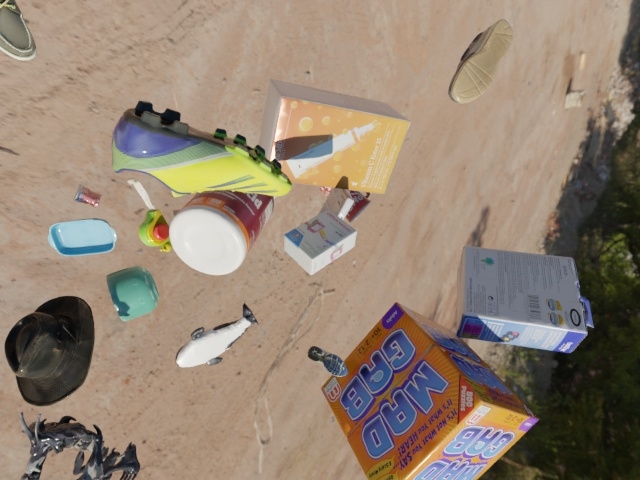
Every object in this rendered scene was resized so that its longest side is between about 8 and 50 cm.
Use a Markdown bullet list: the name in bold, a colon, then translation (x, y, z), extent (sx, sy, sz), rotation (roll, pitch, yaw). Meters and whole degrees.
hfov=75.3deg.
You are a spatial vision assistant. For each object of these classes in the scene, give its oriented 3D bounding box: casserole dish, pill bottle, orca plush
- **casserole dish**: translation (-0.706, -0.014, 1.241), extent (0.189, 0.037, 0.114), rotation (-6, 119, -7)
- **pill bottle**: translation (-0.272, -0.095, 1.283), extent (0.392, 0.224, 0.224), rotation (-70, 154, -53)
- **orca plush**: translation (-0.358, 0.311, 1.400), extent (0.287, 0.102, 0.151), rotation (-45, 118, -2)

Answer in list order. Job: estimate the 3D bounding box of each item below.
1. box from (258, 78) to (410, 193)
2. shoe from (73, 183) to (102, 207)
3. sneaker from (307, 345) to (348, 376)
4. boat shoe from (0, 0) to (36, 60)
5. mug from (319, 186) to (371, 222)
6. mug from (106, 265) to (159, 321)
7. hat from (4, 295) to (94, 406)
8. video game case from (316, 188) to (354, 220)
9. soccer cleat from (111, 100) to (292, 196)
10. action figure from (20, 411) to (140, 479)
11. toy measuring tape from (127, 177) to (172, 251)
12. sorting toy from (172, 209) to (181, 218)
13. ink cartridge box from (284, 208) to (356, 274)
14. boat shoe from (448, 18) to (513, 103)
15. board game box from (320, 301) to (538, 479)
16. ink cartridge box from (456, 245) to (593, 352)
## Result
- **box**: translation (0.024, -0.271, 1.108), extent (0.346, 0.168, 0.214), rotation (4, 122, -20)
- **shoe**: translation (-0.885, -0.165, 1.579), extent (0.081, 0.178, 0.063), rotation (24, 91, -32)
- **sneaker**: translation (0.030, 0.343, 1.185), extent (0.052, 0.135, 0.058), rotation (-61, 143, -5)
- **boat shoe**: translation (-0.867, -0.633, 1.093), extent (0.109, 0.091, 0.304), rotation (-40, 107, -36)
- **mug**: translation (0.094, -0.168, 1.544), extent (0.113, 0.169, 0.150), rotation (-48, 175, 30)
- **mug**: translation (-0.477, 0.129, 1.074), extent (0.098, 0.158, 0.129), rotation (-20, 103, -18)
- **hat**: translation (-0.828, 0.314, 1.222), extent (0.331, 0.332, 0.134), rotation (-65, 159, -12)
- **video game case**: translation (0.023, -0.060, 1.162), extent (0.023, 0.212, 0.193), rotation (26, 106, -14)
- **soccer cleat**: translation (-0.177, -0.115, 0.658), extent (0.289, 0.093, 0.121), rotation (15, 116, -39)
- **action figure**: translation (-0.486, 0.436, 0.817), extent (0.275, 0.164, 0.140), rotation (63, 22, -45)
- **toy measuring tape**: translation (-0.694, -0.083, 1.655), extent (0.121, 0.121, 0.330), rotation (-44, 125, -35)
- **sorting toy**: translation (-0.440, -0.018, 1.661), extent (0.257, 0.255, 0.089), rotation (-1, 126, -31)
- **ink cartridge box**: translation (0.000, 0.000, 0.838), extent (0.122, 0.088, 0.052), rotation (-31, 146, -30)
- **boat shoe**: translation (0.447, -0.504, 1.193), extent (0.103, 0.092, 0.285), rotation (36, 81, -21)
- **board game box**: translation (0.296, 0.462, 1.182), extent (0.356, 0.356, 0.356), rotation (29, 104, -39)
- **ink cartridge box**: translation (0.637, 0.182, 1.288), extent (0.151, 0.396, 0.269), rotation (79, 21, -51)
